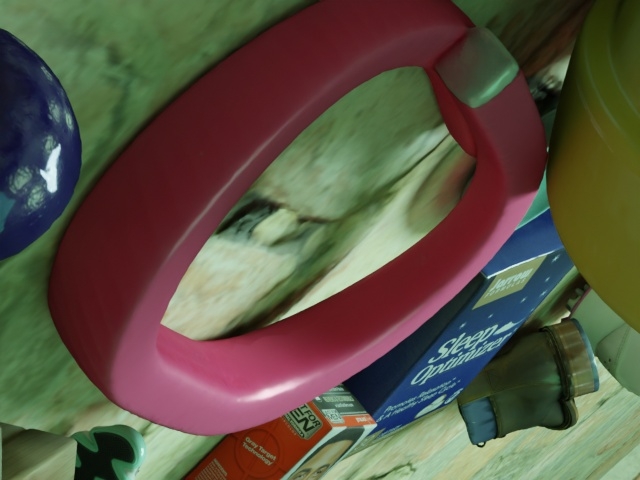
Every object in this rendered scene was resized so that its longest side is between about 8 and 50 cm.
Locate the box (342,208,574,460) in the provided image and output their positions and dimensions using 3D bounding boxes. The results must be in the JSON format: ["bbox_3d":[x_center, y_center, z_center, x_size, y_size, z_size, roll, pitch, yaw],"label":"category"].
[{"bbox_3d":[0.089,0.048,0.956,0.136,0.036,0.225,-17,149,-50],"label":"box"}]

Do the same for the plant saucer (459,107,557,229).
[{"bbox_3d":[0.115,-0.040,0.810,0.119,0.021,0.119,-33,164,-11],"label":"plant saucer"}]

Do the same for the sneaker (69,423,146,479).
[{"bbox_3d":[-0.104,0.115,0.732,0.098,0.038,0.069,-39,166,27],"label":"sneaker"}]

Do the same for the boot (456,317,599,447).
[{"bbox_3d":[0.147,0.117,1.206,0.106,0.082,0.219,-16,163,-4],"label":"boot"}]

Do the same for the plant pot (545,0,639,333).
[{"bbox_3d":[0.238,-0.094,0.629,0.254,0.254,0.239,-28,143,-34],"label":"plant pot"}]

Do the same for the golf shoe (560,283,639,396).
[{"bbox_3d":[0.317,0.006,1.144,0.115,0.140,0.306,-15,148,-49],"label":"golf shoe"}]

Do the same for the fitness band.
[{"bbox_3d":[0.000,0.000,0.643,0.209,0.054,0.291,-41,160,1],"label":"fitness band"}]

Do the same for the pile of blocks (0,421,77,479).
[{"bbox_3d":[-0.139,0.103,0.410,0.362,0.113,0.149,50,52,-71],"label":"pile of blocks"}]

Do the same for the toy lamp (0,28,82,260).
[{"bbox_3d":[-0.076,-0.085,0.261,0.080,0.080,0.274,-32,159,-23],"label":"toy lamp"}]

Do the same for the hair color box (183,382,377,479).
[{"bbox_3d":[-0.039,0.141,0.903,0.141,0.043,0.072,-46,160,14],"label":"hair color box"}]
